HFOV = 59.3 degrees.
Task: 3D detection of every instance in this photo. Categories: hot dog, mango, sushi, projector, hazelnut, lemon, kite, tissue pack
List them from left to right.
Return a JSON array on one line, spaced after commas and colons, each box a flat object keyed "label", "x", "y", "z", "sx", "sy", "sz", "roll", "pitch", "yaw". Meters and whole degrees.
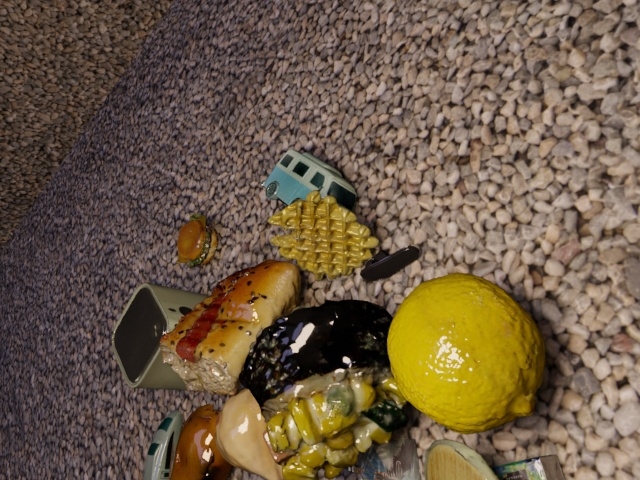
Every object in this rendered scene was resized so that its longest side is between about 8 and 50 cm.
[{"label": "projector", "x": -0.439, "y": 0.293, "z": 1.686, "sx": 0.248, "sy": 0.249, "sz": 0.248, "roll": -57, "pitch": 47, "yaw": 13}, {"label": "mango", "x": -0.321, "y": 0.589, "z": 1.533, "sx": 0.201, "sy": 0.152, "sz": 0.287, "roll": 31, "pitch": 99, "yaw": 42}, {"label": "hot dog", "x": -0.211, "y": 0.195, "z": 1.441, "sx": 0.367, "sy": 0.196, "sz": 0.365, "roll": -15, "pitch": 26, "yaw": 53}, {"label": "hazelnut", "x": -0.124, "y": 0.449, "z": 1.317, "sx": 0.261, "sy": 0.261, "sz": 0.241, "roll": -35, "pitch": 46, "yaw": 31}, {"label": "sushi", "x": 0.031, "y": 0.307, "z": 1.143, "sx": 0.329, "sy": 0.327, "sz": 0.285, "roll": -47, "pitch": 48, "yaw": 31}, {"label": "kite", "x": 0.091, "y": 0.528, "z": 1.248, "sx": 0.310, "sy": 0.015, "sz": 0.169, "roll": -16, "pitch": 66, "yaw": 40}, {"label": "lemon", "x": 0.255, "y": 0.198, "z": 1.027, "sx": 0.268, "sy": 0.268, "sz": 0.322, "roll": -60, "pitch": 39, "yaw": 10}, {"label": "tissue pack", "x": 0.356, "y": 0.423, "z": 0.973, "sx": 0.111, "sy": 0.085, "sz": 0.079, "roll": -31, "pitch": 57, "yaw": 33}]

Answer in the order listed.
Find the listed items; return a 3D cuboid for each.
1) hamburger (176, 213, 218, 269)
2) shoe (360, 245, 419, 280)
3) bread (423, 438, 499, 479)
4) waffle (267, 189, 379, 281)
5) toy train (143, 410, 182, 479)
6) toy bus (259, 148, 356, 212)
[{"label": "hamburger", "x": -0.403, "y": 0.004, "z": 1.862, "sx": 0.164, "sy": 0.093, "sz": 0.190, "roll": -4, "pitch": 75, "yaw": 42}, {"label": "shoe", "x": 0.162, "y": 0.043, "z": 1.319, "sx": 0.159, "sy": 0.062, "sz": 0.053, "roll": -31, "pitch": 43, "yaw": 34}, {"label": "bread", "x": 0.267, "y": 0.479, "z": 0.990, "sx": 0.267, "sy": 0.040, "sz": 0.267, "roll": 169, "pitch": 90, "yaw": -69}, {"label": "waffle", "x": 0.000, "y": -0.002, "z": 1.373, "sx": 0.261, "sy": 0.250, "sz": 0.056, "roll": -32, "pitch": 27, "yaw": 38}, {"label": "toy train", "x": -0.489, "y": 0.724, "z": 1.700, "sx": 0.086, "sy": 0.088, "sz": 0.407, "roll": -14, "pitch": 65, "yaw": 42}, {"label": "toy bus", "x": -0.022, "y": -0.134, "z": 1.508, "sx": 0.271, "sy": 0.133, "sz": 0.165, "roll": 39, "pitch": 99, "yaw": 47}]
